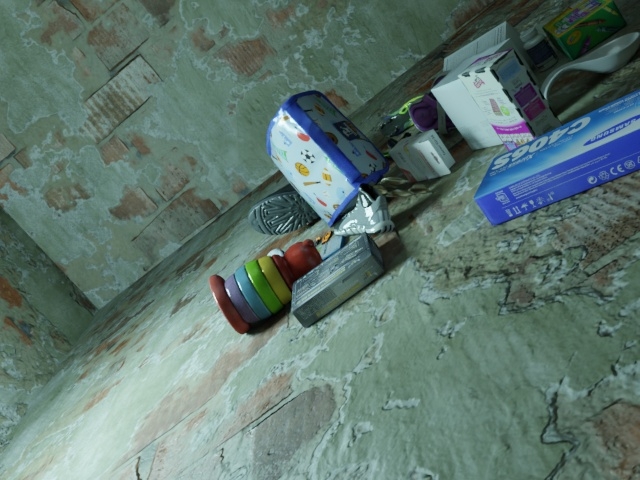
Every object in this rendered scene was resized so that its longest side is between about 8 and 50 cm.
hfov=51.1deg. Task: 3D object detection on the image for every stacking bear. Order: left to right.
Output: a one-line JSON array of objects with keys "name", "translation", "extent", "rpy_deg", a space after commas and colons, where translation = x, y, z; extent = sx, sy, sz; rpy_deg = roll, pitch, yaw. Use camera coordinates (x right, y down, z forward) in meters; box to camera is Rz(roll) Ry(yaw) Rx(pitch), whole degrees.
[{"name": "stacking bear", "translation": [-0.124, 0.106, 1.749], "extent": [0.289, 0.175, 0.164], "rpy_deg": [-31, 12, 0]}]

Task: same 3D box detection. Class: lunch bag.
[{"name": "lunch bag", "translation": [0.017, -0.241, 1.931], "extent": [0.239, 0.328, 0.385], "rpy_deg": [-42, -4, -4]}]

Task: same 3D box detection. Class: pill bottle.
[{"name": "pill bottle", "translation": [0.637, -0.561, 1.956], "extent": [0.067, 0.120, 0.067], "rpy_deg": [-36, 15, 11]}]

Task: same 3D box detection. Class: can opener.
[{"name": "can opener", "translation": [0.283, -0.340, 2.289], "extent": [0.059, 0.073, 0.186], "rpy_deg": [-40, 3, 30]}]

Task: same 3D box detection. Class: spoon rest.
[{"name": "spoon rest", "translation": [0.630, -0.407, 1.580], "extent": [0.276, 0.084, 0.137], "rpy_deg": [-39, 14, 4]}]

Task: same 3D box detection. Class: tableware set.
[{"name": "tableware set", "translation": [0.200, -0.133, 1.741], "extent": [0.168, 0.141, 0.020], "rpy_deg": [-18, 66, 63]}]

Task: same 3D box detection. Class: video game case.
[{"name": "video game case", "translation": [-0.002, 0.045, 1.890], "extent": [0.166, 0.015, 0.119], "rpy_deg": [-34, 16, 18]}]

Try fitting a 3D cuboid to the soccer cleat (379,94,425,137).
[{"name": "soccer cleat", "translation": [0.342, -0.477, 2.491], "extent": [0.289, 0.093, 0.121], "rpy_deg": [-25, 13, 42]}]

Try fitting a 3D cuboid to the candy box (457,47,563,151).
[{"name": "candy box", "translation": [0.416, -0.292, 1.448], "extent": [0.071, 0.233, 0.159], "rpy_deg": [-40, 15, -5]}]

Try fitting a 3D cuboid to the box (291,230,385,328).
[{"name": "box", "translation": [0.038, 0.088, 1.577], "extent": [0.231, 0.056, 0.183], "rpy_deg": [-37, 15, 9]}]

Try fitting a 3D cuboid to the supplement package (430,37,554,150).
[{"name": "supplement package", "translation": [0.431, -0.362, 1.689], "extent": [0.149, 0.203, 0.194], "rpy_deg": [-44, 16, -19]}]

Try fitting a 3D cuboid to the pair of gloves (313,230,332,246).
[{"name": "pair of gloves", "translation": [0.000, 0.000, 2.034], "extent": [0.083, 0.010, 0.074], "rpy_deg": [-30, 17, 34]}]

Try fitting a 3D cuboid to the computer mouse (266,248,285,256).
[{"name": "computer mouse", "translation": [-0.148, 0.064, 2.139], "extent": [0.106, 0.042, 0.193], "rpy_deg": [-39, 14, 4]}]

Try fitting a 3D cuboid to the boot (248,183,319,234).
[{"name": "boot", "translation": [-0.093, -0.217, 2.405], "extent": [0.367, 0.146, 0.445], "rpy_deg": [-19, 33, 1]}]

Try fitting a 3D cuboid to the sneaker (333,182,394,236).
[{"name": "sneaker", "translation": [0.108, -0.081, 1.741], "extent": [0.086, 0.132, 0.228], "rpy_deg": [-10, 3, -33]}]

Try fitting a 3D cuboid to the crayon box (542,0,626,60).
[{"name": "crayon box", "translation": [0.754, -0.621, 1.933], "extent": [0.165, 0.081, 0.278], "rpy_deg": [-34, 15, 21]}]

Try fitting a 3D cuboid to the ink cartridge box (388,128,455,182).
[{"name": "ink cartridge box", "translation": [0.286, -0.230, 1.823], "extent": [0.067, 0.115, 0.198], "rpy_deg": [-44, 16, -19]}]

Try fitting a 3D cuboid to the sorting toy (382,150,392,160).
[{"name": "sorting toy", "translation": [0.219, -0.271, 2.282], "extent": [0.102, 0.042, 0.061], "rpy_deg": [-34, 25, -35]}]

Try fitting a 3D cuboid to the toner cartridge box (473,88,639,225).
[{"name": "toner cartridge box", "translation": [0.462, -0.153, 1.232], "extent": [0.347, 0.075, 0.165], "rpy_deg": [-25, 21, 42]}]

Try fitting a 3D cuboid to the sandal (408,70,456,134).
[{"name": "sandal", "translation": [0.359, -0.392, 2.063], "extent": [0.102, 0.169, 0.416], "rpy_deg": [-38, 2, -10]}]

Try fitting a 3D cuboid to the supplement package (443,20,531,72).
[{"name": "supplement package", "translation": [0.517, -0.540, 2.085], "extent": [0.244, 0.134, 0.139], "rpy_deg": [-23, 47, 47]}]
